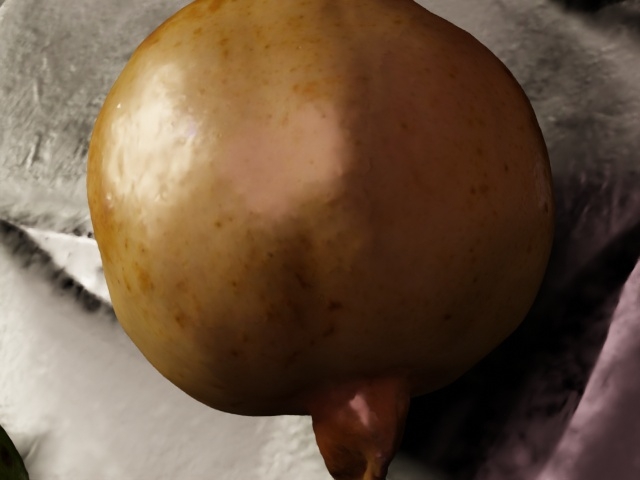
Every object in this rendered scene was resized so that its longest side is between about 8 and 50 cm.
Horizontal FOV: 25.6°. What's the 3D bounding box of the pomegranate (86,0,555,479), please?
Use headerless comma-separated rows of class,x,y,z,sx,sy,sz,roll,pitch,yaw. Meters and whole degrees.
pomegranate,-0.002,-0.016,0.623,0.207,0.207,0.207,-14,55,20

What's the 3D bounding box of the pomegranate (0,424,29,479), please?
pomegranate,-0.237,0.122,0.666,0.211,0.211,0.263,-21,33,15
